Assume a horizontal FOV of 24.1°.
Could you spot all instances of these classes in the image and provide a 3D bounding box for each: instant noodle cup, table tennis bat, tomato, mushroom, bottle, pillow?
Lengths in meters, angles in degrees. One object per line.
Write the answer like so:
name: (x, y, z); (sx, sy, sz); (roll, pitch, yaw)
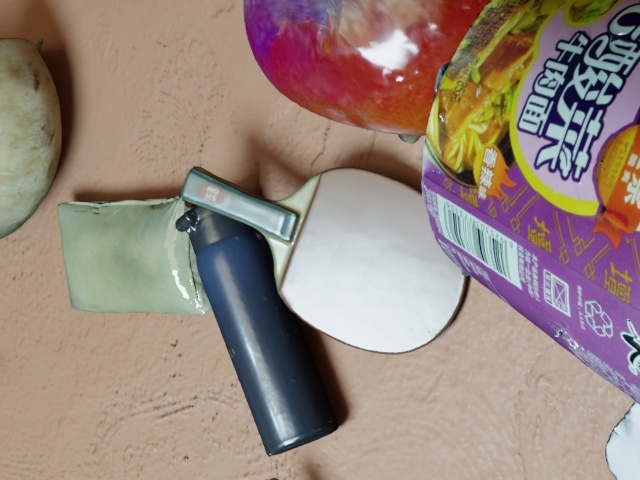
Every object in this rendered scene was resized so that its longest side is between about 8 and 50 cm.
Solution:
instant noodle cup: (0.248, -0.042, 1.005); (0.266, 0.339, 0.340); (30, 112, 44)
table tennis bat: (0.000, 0.000, 1.319); (0.274, 0.021, 0.154); (24, 103, 16)
tomato: (0.057, -0.222, 1.201); (0.334, 0.176, 0.290); (12, 99, 37)
mushroom: (-0.375, -0.086, 1.535); (0.253, 0.195, 0.189); (-28, 82, 39)
bottle: (-0.056, 0.072, 1.381); (0.072, 0.082, 0.244); (-37, 74, 59)
pillow: (-0.185, 0.015, 1.486); (0.208, 0.053, 0.119); (-3, 91, 41)

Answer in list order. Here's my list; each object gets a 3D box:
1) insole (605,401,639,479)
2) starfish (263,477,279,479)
insole: (0.290, 0.103, 1.162); (0.080, 0.003, 0.232); (39, 117, 28)
starfish: (0.033, 0.377, 1.330); (0.327, 0.094, 0.375); (47, 127, 36)
